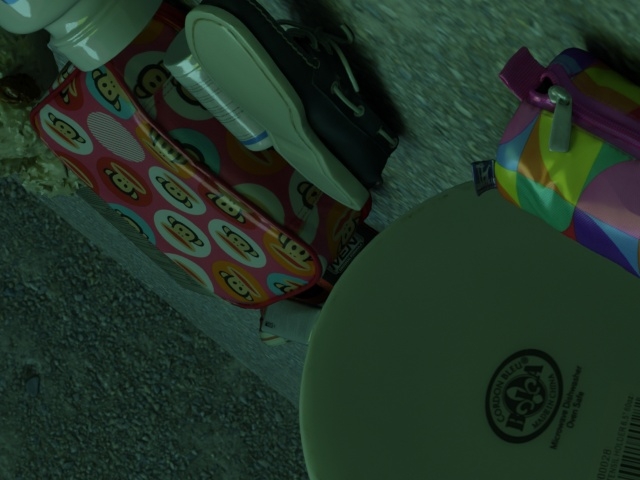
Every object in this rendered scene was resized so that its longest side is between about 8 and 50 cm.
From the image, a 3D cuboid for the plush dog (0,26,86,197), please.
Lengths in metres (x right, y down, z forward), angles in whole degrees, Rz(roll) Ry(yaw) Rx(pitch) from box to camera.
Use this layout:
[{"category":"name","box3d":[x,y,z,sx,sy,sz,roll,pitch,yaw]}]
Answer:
[{"category":"plush dog","box3d":[-0.363,-0.132,1.713,0.210,0.225,0.262,-66,-41,-71]}]

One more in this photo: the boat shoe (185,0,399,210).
[{"category":"boat shoe","box3d":[-0.011,-0.113,1.278,0.095,0.079,0.254,27,166,41]}]

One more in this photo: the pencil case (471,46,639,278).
[{"category":"pencil case","box3d":[0.197,-0.017,0.921,0.236,0.104,0.104,31,167,30]}]

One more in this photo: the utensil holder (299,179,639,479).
[{"category":"utensil holder","box3d":[0.159,0.163,1.199,0.327,0.328,0.385,35,167,21]}]

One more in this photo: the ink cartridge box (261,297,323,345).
[{"category":"ink cartridge box","box3d":[0.075,0.106,1.753,0.223,0.045,0.224,15,177,-18]}]

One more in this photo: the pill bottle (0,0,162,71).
[{"category":"pill bottle","box3d":[-0.219,-0.227,1.250,0.221,0.124,0.124,44,168,-25]}]

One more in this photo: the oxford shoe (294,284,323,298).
[{"category":"oxford shoe","box3d":[-0.070,-0.036,1.827,0.227,0.083,0.096,53,171,-6]}]

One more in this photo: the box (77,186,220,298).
[{"category":"box","box3d":[-0.174,-0.060,1.934,0.232,0.127,0.148,42,169,-19]}]

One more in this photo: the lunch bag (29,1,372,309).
[{"category":"lunch bag","box3d":[-0.119,-0.064,1.580,0.293,0.120,0.258,43,151,-11]}]

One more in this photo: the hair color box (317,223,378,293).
[{"category":"hair color box","box3d":[0.000,0.000,1.737,0.141,0.072,0.043,34,169,22]}]

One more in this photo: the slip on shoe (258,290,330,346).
[{"category":"slip on shoe","box3d":[-0.021,0.063,2.033,0.331,0.123,0.101,112,139,-84]}]

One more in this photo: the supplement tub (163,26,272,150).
[{"category":"supplement tub","box3d":[-0.068,-0.131,1.421,0.107,0.071,0.071,43,169,-26]}]
